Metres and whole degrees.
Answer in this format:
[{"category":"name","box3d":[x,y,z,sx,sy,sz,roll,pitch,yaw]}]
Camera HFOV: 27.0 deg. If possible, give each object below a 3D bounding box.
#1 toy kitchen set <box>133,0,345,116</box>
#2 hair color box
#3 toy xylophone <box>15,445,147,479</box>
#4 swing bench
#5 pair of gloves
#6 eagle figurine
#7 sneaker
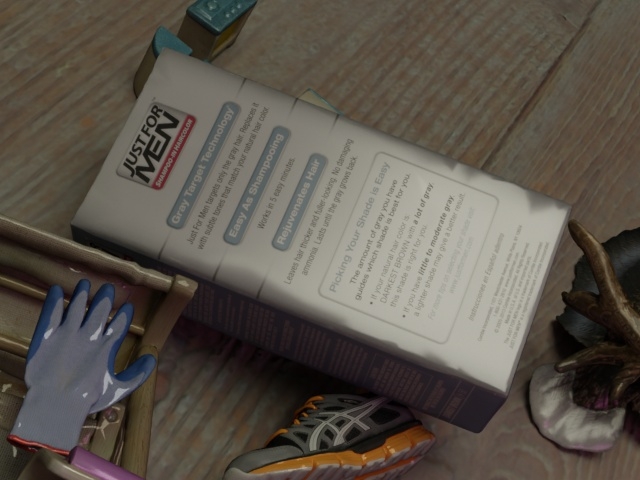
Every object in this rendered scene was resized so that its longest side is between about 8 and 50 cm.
[{"category":"toy kitchen set","box3d":[-0.055,-0.164,1.314,0.207,0.122,0.166,39,45,2]},{"category":"hair color box","box3d":[0.000,0.000,1.130,0.375,0.113,0.185,22,66,3]},{"category":"toy xylophone","box3d":[-0.210,0.256,0.799,0.236,0.322,0.081,21,9,-14]},{"category":"swing bench","box3d":[-0.249,0.114,0.953,0.253,0.165,0.254,22,41,-14]},{"category":"pair of gloves","box3d":[-0.206,0.063,0.886,0.198,0.023,0.159,24,42,-12]},{"category":"eagle figurine","box3d":[0.350,0.094,1.338,0.298,0.225,0.226,0,95,-66]},{"category":"sneaker","box3d":[-0.002,0.172,1.112,0.215,0.084,0.083,-7,55,-45]}]
